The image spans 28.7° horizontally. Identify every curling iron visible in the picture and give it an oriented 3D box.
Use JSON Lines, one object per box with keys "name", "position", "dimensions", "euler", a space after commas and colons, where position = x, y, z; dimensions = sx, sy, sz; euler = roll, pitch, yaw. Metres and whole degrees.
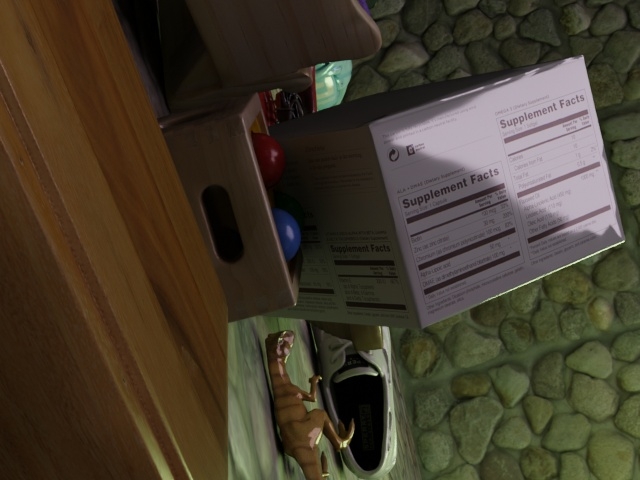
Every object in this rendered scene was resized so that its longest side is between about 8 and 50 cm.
{"name": "curling iron", "position": [-0.021, -0.216, 1.368], "dimensions": [0.068, 0.035, 0.274], "euler": [58, 29, -59]}

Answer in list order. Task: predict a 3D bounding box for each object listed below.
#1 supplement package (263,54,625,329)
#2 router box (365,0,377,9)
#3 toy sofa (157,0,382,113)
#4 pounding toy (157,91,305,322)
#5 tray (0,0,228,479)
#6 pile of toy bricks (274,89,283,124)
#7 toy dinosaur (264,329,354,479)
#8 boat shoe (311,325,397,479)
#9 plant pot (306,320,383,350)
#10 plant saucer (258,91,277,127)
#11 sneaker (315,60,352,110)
{"name": "supplement package", "position": [0.059, -0.037, 0.967], "dimensions": [0.262, 0.204, 0.145], "euler": [0, -72, 58]}
{"name": "router box", "position": [-0.030, -0.274, 1.194], "dimensions": [0.179, 0.046, 0.133], "euler": [-20, 67, -49]}
{"name": "toy sofa", "position": [-0.079, -0.263, 0.870], "dimensions": [0.362, 0.177, 0.150], "euler": [66, 11, -57]}
{"name": "pounding toy", "position": [-0.071, -0.040, 0.793], "dimensions": [0.206, 0.094, 0.181], "euler": [-84, 159, -77]}
{"name": "tray", "position": [-0.122, -0.065, 0.447], "dimensions": [0.203, 0.076, 0.411], "euler": [-96, 171, -56]}
{"name": "pile of toy bricks", "position": [-0.026, -0.060, 1.434], "dimensions": [0.105, 0.118, 0.212], "euler": [3, -56, 60]}
{"name": "toy dinosaur", "position": [-0.014, 0.179, 1.099], "dimensions": [0.112, 0.064, 0.211], "euler": [41, 21, -48]}
{"name": "boat shoe", "position": [0.039, 0.154, 1.503], "dimensions": [0.088, 0.096, 0.267], "euler": [72, 13, -81]}
{"name": "plant pot", "position": [0.000, 0.000, 1.285], "dimensions": [0.237, 0.110, 0.237], "euler": [-7, 90, -87]}
{"name": "plant saucer", "position": [-0.088, -0.161, 1.211], "dimensions": [0.258, 0.048, 0.259], "euler": [-97, 170, -55]}
{"name": "sneaker", "position": [-0.001, -0.294, 2.015], "dimensions": [0.366, 0.135, 0.150], "euler": [43, 30, -79]}
